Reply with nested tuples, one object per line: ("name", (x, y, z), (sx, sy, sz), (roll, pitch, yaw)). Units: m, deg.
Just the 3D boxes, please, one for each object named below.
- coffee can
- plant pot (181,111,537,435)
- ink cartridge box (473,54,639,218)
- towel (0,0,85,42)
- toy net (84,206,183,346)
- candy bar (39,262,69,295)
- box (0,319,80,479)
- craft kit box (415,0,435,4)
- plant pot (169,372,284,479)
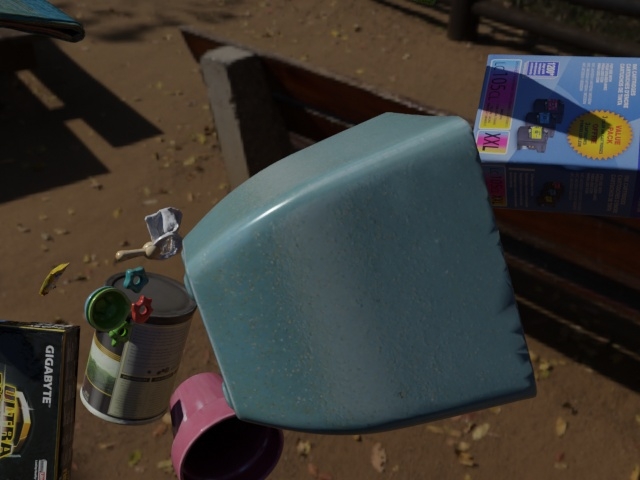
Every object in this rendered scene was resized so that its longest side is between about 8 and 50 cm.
("coffee can", (-0.399, 0.234, 1.707), (0.201, 0.275, 0.201), (16, 19, -6))
("plant pot", (0.010, 0.037, 0.725), (0.252, 0.247, 0.248), (-18, 13, -8))
("ink cartridge box", (0.487, -0.193, 1.417), (0.395, 0.151, 0.270), (6, 59, 17))
("towel", (-0.646, -0.467, 1.439), (0.370, 0.040, 0.271), (35, 23, 24))
("toy net", (-0.271, 0.054, 1.222), (0.045, 0.122, 0.232), (14, 61, 44))
("candy bar", (-0.530, 0.077, 1.548), (0.040, 0.161, 0.018), (-40, 92, -34))
("box", (-0.560, 0.298, 1.348), (0.257, 0.322, 0.079), (5, 2, 6))
("craft kit box", (0.062, -0.508, 1.302), (0.249, 0.246, 0.061), (22, 83, 29))
("plant pot", (-0.193, 0.348, 1.449), (0.201, 0.201, 0.180), (-16, 31, -22))
